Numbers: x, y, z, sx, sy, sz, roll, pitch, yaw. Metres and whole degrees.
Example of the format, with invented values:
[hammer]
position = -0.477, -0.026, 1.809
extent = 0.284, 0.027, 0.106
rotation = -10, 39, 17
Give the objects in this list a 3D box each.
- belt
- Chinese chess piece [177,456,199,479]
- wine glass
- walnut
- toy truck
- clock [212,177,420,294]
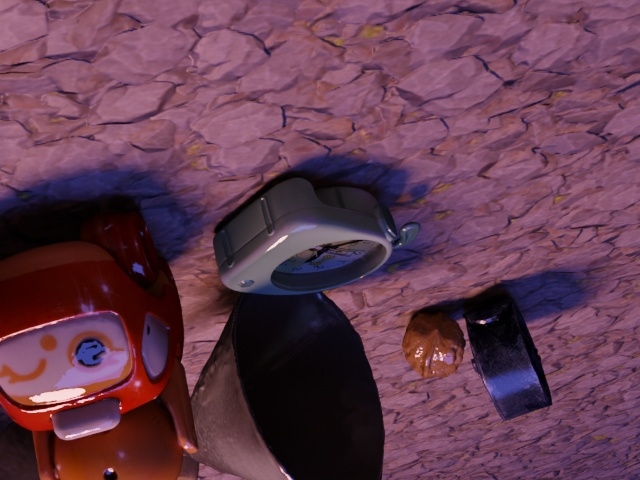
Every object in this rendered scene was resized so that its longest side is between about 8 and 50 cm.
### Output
[belt]
position = 0.235, 0.151, 1.623
extent = 0.082, 0.141, 0.190
rotation = -21, 155, 10
[Chinese chess piece]
position = -0.297, 0.308, 1.721
extent = 0.273, 0.102, 0.273
rotation = -14, 158, -6
[wine glass]
position = -0.163, 0.226, 1.409
extent = 0.406, 0.267, 0.267
rotation = -25, 155, 25
[walnut]
position = 0.143, 0.132, 1.606
extent = 0.079, 0.083, 0.096
rotation = 14, 150, 8
[toy truck]
position = -0.211, 0.123, 1.172
extent = 0.189, 0.239, 0.265
rotation = -16, 156, 3
[clock]
position = 0.000, 0.001, 1.247
extent = 0.188, 0.060, 0.148
rotation = 7, 148, -41
